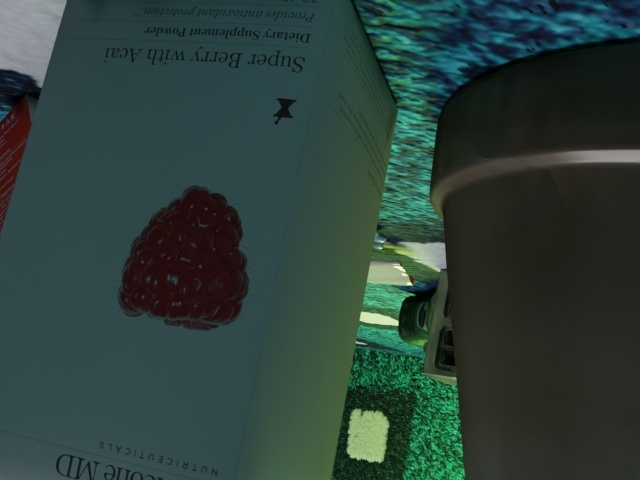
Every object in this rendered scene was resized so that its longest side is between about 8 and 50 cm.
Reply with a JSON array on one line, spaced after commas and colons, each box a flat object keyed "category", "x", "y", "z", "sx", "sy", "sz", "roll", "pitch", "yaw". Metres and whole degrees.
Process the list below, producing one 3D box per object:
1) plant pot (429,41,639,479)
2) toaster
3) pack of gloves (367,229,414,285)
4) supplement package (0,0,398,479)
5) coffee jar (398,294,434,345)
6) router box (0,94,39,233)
[{"category": "plant pot", "x": 0.217, "y": 0.068, "z": 0.499, "sx": 0.323, "sy": 0.280, "sz": 0.323, "roll": 11, "pitch": 170, "yaw": 2}, {"category": "toaster", "x": 0.248, "y": 0.138, "z": 1.075, "sx": 0.186, "sy": 0.168, "sz": 0.110, "roll": 1, "pitch": 164, "yaw": 43}, {"category": "pack of gloves", "x": 0.000, "y": 0.000, "z": 1.016, "sx": 0.232, "sy": 0.046, "sz": 0.195, "roll": 3, "pitch": 155, "yaw": 23}, {"category": "supplement package", "x": -0.072, "y": 0.011, "z": 0.459, "sx": 0.178, "sy": 0.292, "sz": 0.175, "roll": 7, "pitch": 168, "yaw": 18}, {"category": "coffee jar", "x": 0.210, "y": 0.141, "z": 1.310, "sx": 0.079, "sy": 0.096, "sz": 0.184, "roll": 12, "pitch": 170, "yaw": -16}, {"category": "router box", "x": -0.155, "y": 0.047, "z": 0.736, "sx": 0.082, "sy": 0.301, "sz": 0.335, "roll": -37, "pitch": 145, "yaw": 21}]
